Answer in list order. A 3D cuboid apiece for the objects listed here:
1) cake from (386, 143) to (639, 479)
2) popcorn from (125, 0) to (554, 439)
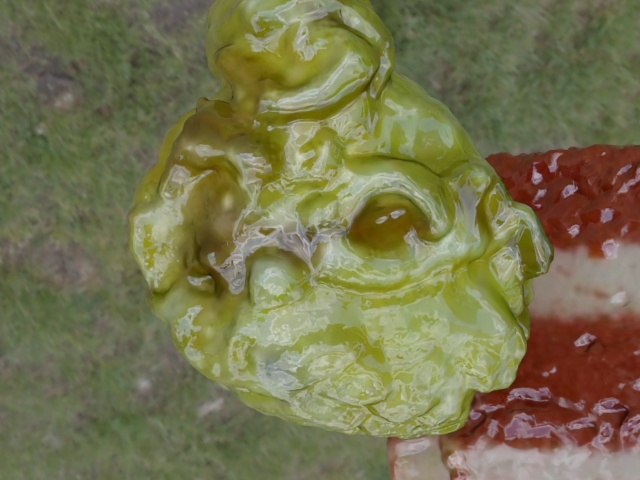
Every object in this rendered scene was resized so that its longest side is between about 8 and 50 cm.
[{"bbox_3d":[0.208,0.109,0.979,0.269,0.270,0.319,29,63,-58],"label":"cake"},{"bbox_3d":[0.000,0.000,0.771,0.225,0.174,0.286,-50,114,-26],"label":"popcorn"}]
